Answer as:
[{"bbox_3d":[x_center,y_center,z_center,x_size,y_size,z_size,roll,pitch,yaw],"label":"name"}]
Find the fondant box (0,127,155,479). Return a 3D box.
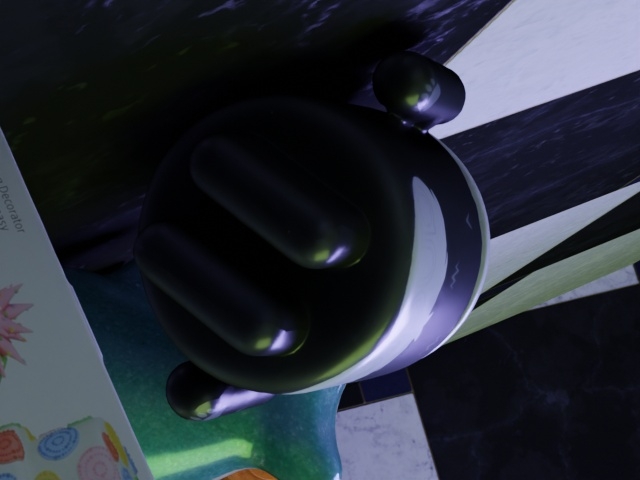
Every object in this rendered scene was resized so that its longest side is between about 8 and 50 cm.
[{"bbox_3d":[-0.238,0.087,0.658,0.330,0.238,0.096,-17,168,-40],"label":"fondant box"}]

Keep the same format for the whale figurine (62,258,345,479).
[{"bbox_3d":[-0.119,0.103,1.138,0.272,0.216,0.141,4,160,6],"label":"whale figurine"}]

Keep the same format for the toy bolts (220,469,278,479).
[{"bbox_3d":[-0.120,0.207,1.821,0.228,0.218,0.158,-16,157,-8],"label":"toy bolts"}]

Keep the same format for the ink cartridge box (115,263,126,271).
[{"bbox_3d":[-0.270,0.212,1.318,0.384,0.160,0.279,-36,177,-24],"label":"ink cartridge box"}]

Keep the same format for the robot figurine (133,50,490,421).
[{"bbox_3d":[-0.003,0.000,1.030,0.209,0.174,0.278,-17,174,20],"label":"robot figurine"}]
